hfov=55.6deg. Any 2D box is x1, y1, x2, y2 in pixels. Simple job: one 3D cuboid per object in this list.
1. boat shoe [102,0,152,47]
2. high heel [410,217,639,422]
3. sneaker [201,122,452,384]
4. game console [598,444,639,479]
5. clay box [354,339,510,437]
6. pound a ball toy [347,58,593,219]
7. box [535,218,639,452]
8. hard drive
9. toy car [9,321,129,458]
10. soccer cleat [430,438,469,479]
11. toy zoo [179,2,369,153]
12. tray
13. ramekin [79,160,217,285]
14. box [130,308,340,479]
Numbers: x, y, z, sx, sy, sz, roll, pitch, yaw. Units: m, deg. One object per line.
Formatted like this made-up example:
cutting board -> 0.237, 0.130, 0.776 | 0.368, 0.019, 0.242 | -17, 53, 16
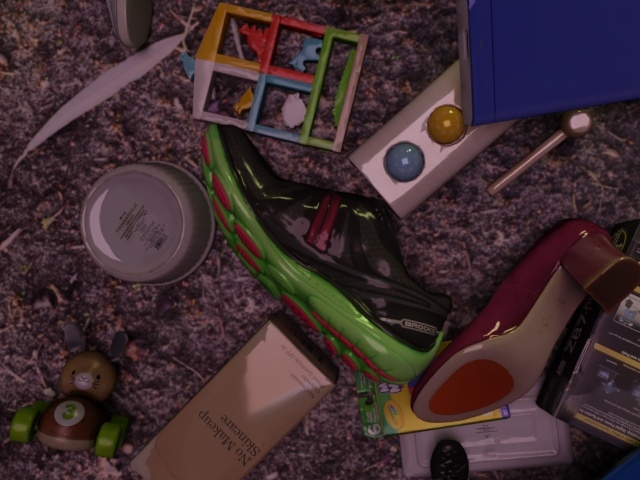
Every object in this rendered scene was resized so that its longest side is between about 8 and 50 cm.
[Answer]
boat shoe -> -0.327, -0.419, 0.981 | 0.081, 0.079, 0.227 | -4, 86, 14
high heel -> 0.279, 0.118, 0.907 | 0.377, 0.181, 0.127 | -36, 110, 9
sneaker -> 0.000, 0.000, 0.932 | 0.483, 0.185, 0.202 | 46, 68, 5
game console -> 0.411, 0.455, 0.897 | 0.173, 0.250, 0.293 | -40, 102, -38
clay box -> 0.166, 0.228, 0.940 | 0.222, 0.053, 0.127 | -10, 70, 4
pound a ball toy -> 0.227, -0.151, 0.902 | 0.319, 0.136, 0.208 | -40, 88, 5
box -> 0.570, 0.191, 0.889 | 0.395, 0.097, 0.318 | 24, 87, 3
hard drive -> 0.340, -0.282, 0.810 | 0.318, 0.040, 0.210 | -11, 109, -10
toy car -> -0.377, 0.231, 0.973 | 0.155, 0.149, 0.188 | 13, 81, -7
soccer cleat -> 0.199, 0.389, 0.928 | 0.060, 0.072, 0.179 | -1, 109, 3
toy zoo -> -0.086, -0.266, 0.980 | 0.293, 0.030, 0.192 | 15, 93, 4
tray -> 0.259, 0.300, 0.964 | 0.270, 0.030, 0.145 | -7, 92, 5
ramekin -> -0.277, -0.028, 0.964 | 0.207, 0.109, 0.207 | 0, 91, 5
box -> -0.128, 0.271, 0.952 | 0.148, 0.121, 0.311 | 43, 94, 2
